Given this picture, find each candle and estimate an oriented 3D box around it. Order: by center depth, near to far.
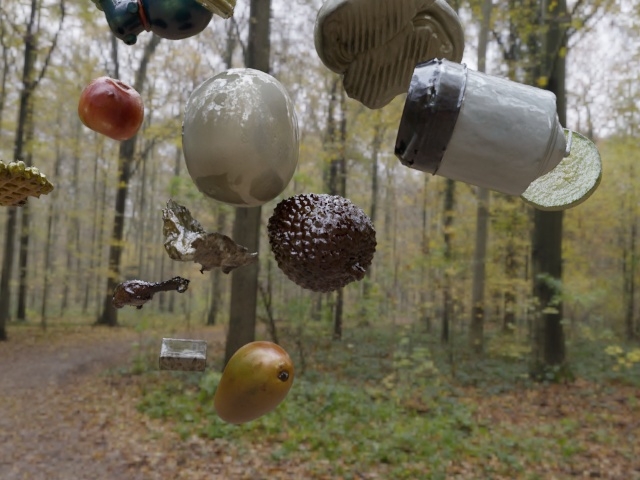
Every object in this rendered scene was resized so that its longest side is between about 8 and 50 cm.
[{"bbox_3d":[0.320,-0.206,1.471,0.342,0.221,0.221,16,-4,2],"label":"candle"}]

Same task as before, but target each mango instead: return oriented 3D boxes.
[{"bbox_3d":[-0.139,0.283,1.541,0.113,0.138,0.253,1,-32,-38],"label":"mango"}]

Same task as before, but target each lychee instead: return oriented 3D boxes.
[{"bbox_3d":[0.000,0.000,1.764,0.271,0.236,0.236,33,9,26],"label":"lychee"}]

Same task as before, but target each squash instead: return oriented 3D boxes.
[{"bbox_3d":[0.673,-0.204,2.228,0.252,0.252,0.049,1,-19,20],"label":"squash"}]

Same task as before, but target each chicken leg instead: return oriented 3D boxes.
[{"bbox_3d":[-0.379,0.113,1.672,0.106,0.051,0.253,6,-15,-42],"label":"chicken leg"}]

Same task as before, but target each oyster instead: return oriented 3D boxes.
[{"bbox_3d":[-0.281,-0.002,1.755,0.204,0.111,0.396,36,3,16],"label":"oyster"}]

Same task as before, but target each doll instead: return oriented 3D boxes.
[{"bbox_3d":[-0.406,-0.596,1.975,0.322,0.186,0.198,-17,4,0],"label":"doll"}]

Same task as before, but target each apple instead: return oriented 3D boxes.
[{"bbox_3d":[-0.520,-0.331,1.941,0.163,0.139,0.163,24,6,-3],"label":"apple"}]

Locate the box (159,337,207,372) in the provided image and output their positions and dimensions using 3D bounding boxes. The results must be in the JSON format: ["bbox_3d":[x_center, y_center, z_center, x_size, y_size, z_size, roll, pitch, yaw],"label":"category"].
[{"bbox_3d":[-0.285,0.238,1.615,0.098,0.045,0.062,5,38,-8],"label":"box"}]

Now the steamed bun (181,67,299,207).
[{"bbox_3d":[-0.163,-0.233,1.768,0.206,0.324,0.324,-2,-6,19],"label":"steamed bun"}]

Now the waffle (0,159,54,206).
[{"bbox_3d":[-0.863,-0.151,2.116,0.291,0.051,0.291,-1,-22,0],"label":"waffle"}]

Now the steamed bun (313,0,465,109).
[{"bbox_3d":[0.150,-0.500,1.827,0.324,0.219,0.310,-25,-52,14],"label":"steamed bun"}]

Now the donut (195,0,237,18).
[{"bbox_3d":[-0.236,-0.550,1.743,0.108,0.065,0.166,28,4,-33],"label":"donut"}]
